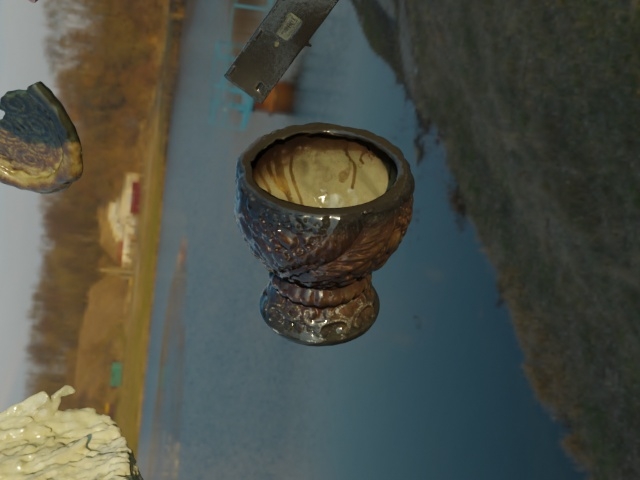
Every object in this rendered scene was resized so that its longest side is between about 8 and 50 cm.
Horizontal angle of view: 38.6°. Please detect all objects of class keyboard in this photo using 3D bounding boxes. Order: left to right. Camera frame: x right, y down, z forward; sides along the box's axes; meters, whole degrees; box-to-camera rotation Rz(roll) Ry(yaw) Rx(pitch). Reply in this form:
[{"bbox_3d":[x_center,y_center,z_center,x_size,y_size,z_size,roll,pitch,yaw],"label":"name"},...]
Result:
[{"bbox_3d":[-0.056,-0.407,1.735,0.317,0.106,0.027,-49,17,22],"label":"keyboard"}]

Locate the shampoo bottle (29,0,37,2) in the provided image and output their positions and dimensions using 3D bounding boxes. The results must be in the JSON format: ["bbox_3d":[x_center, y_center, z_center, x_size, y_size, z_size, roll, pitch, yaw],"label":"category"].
[{"bbox_3d":[-0.400,-0.471,1.488,0.221,0.108,0.051,-48,-3,-18],"label":"shampoo bottle"}]

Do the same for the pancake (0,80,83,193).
[{"bbox_3d":[-0.354,-0.126,1.051,0.020,0.184,0.190,-57,0,-44],"label":"pancake"}]

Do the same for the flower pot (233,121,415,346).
[{"bbox_3d":[0.000,0.000,1.369,0.267,0.266,0.267,-100,11,-53],"label":"flower pot"}]

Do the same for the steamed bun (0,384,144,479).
[{"bbox_3d":[-0.328,0.354,1.015,0.272,0.290,0.274,-133,29,-70],"label":"steamed bun"}]
